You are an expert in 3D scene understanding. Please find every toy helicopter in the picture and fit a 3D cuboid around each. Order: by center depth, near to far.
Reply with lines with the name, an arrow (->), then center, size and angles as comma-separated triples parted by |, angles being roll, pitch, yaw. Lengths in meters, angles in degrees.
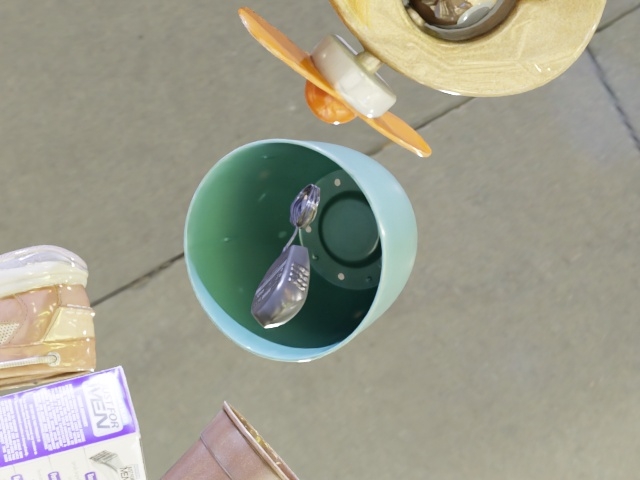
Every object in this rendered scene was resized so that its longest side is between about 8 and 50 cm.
toy helicopter -> 0.004, -0.179, 0.861 | 0.355, 0.140, 0.235 | 15, 115, -12

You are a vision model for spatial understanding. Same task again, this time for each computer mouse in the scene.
computer mouse -> -0.026, 0.016, 1.568 | 0.041, 0.242, 0.071 | 34, 128, -13

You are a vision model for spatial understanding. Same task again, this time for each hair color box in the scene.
hair color box -> -0.389, 0.280, 1.722 | 0.339, 0.185, 0.110 | -12, 55, -11

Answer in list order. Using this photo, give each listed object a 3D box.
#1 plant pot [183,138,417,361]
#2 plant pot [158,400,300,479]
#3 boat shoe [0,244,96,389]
plant pot -> 0.000, 0.000, 1.914 | 0.293, 0.235, 0.293 | 4, 99, 26
plant pot -> -0.102, 0.279, 1.420 | 0.165, 0.167, 0.167 | -42, 85, -5
boat shoe -> -0.328, 0.107, 1.099 | 0.324, 0.123, 0.116 | -20, 81, 3
